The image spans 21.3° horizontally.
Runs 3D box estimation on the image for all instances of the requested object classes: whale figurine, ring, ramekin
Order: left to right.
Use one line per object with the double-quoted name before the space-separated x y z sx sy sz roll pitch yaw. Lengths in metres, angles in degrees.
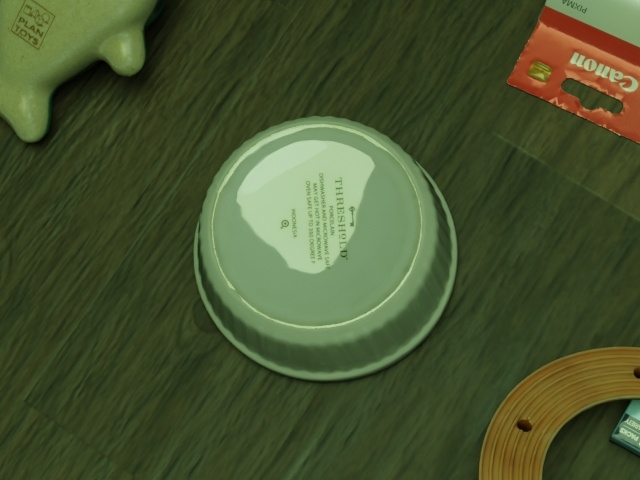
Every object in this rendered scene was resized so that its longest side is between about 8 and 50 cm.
"whale figurine" -0.264 -0.239 1.795 0.216 0.141 0.272 33 105 13
"ramekin" 0.000 0.000 1.692 0.273 0.127 0.272 -1 75 5
"ring" 0.307 0.241 1.549 0.337 0.032 0.336 5 51 -6

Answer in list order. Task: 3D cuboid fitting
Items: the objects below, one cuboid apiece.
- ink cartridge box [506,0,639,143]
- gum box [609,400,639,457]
"ink cartridge box" 0.321 -0.231 1.765 0.181 0.056 0.224 26 77 11
"gum box" 0.396 0.153 1.661 0.157 0.041 0.184 30 81 11
